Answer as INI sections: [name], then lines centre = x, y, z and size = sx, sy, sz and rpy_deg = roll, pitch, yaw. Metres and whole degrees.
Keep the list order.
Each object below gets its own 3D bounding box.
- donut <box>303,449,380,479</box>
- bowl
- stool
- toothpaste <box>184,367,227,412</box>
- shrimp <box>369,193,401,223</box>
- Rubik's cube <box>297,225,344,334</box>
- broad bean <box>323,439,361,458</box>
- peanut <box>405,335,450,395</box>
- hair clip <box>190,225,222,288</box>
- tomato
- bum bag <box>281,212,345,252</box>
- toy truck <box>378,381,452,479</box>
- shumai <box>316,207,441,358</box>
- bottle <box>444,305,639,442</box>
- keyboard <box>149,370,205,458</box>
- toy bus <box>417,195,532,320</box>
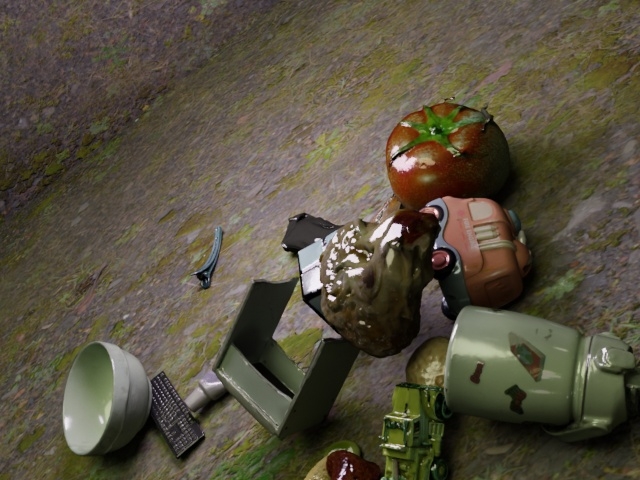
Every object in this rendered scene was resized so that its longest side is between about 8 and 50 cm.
[donut]
centre = 0.031, 0.499, 1.611
size = 0.217, 0.085, 0.141
rpy_deg = -40, 16, 38
[bowl]
centre = -0.574, 0.438, 2.151
size = 0.307, 0.163, 0.307
rpy_deg = -24, 58, 45
[stool]
centre = -0.074, 0.259, 1.780
size = 0.243, 0.170, 0.270
rpy_deg = 38, 113, 31
[toothpaste]
centre = -0.244, 0.346, 2.080
size = 0.282, 0.068, 0.099
rpy_deg = -41, 67, -12
[shrimp]
centre = 0.173, -0.070, 2.113
size = 0.101, 0.042, 0.190
rpy_deg = 4, 58, 52
[Rubik's cube]
centre = 0.064, 0.095, 1.938
size = 0.180, 0.183, 0.167
rpy_deg = -28, 41, 17
[broad bean]
centre = 0.049, 0.467, 1.711
size = 0.083, 0.045, 0.063
rpy_deg = -21, 44, 15
[peanut]
centre = 0.250, 0.278, 1.655
size = 0.141, 0.109, 0.159
rpy_deg = -53, 34, 10
[hair clip]
centre = -0.345, 0.046, 2.460
size = 0.039, 0.070, 0.230
rpy_deg = -20, 35, 32
[tomato]
centre = 0.313, -0.191, 1.942
size = 0.303, 0.239, 0.304
rpy_deg = -13, 44, 13
[bum bag]
centre = 0.000, 0.000, 2.175
size = 0.142, 0.080, 0.326
rpy_deg = -47, 34, -17
[toy truck]
centre = 0.173, 0.408, 1.536
size = 0.128, 0.135, 0.260
rpy_deg = -2, 72, 42
[shumai]
centre = 0.117, 0.054, 1.634
size = 0.217, 0.283, 0.346
rpy_deg = 0, 54, -8
[bottle]
centre = 0.423, 0.247, 1.444
size = 0.351, 0.229, 0.229
rpy_deg = 6, 57, 21
[keyboard]
centre = -0.404, 0.462, 2.117
size = 0.101, 0.018, 0.309
rpy_deg = -38, 39, -10
[toy bus]
centre = 0.346, 0.026, 1.753
size = 0.232, 0.194, 0.288
rpy_deg = -17, 46, 15
